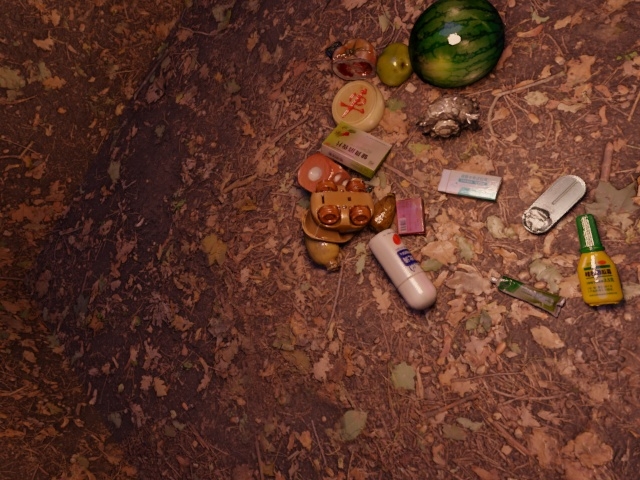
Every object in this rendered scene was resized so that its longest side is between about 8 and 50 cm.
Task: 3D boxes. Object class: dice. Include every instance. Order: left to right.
[{"bbox_3d":[0.018,-0.278,1.854,0.175,0.179,0.173,37,98,33],"label":"dice"}]

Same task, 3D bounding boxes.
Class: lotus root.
[{"bbox_3d":[0.000,-0.001,1.822,0.146,0.131,0.303,-48,54,47],"label":"lotus root"},{"bbox_3d":[0.268,-0.126,1.740,0.108,0.094,0.190,28,88,7],"label":"lotus root"}]

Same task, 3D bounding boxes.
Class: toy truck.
[{"bbox_3d":[0.072,-0.124,1.704,0.289,0.211,0.204,0,54,-8],"label":"toy truck"}]

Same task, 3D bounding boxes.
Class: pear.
[{"bbox_3d":[0.317,-0.781,1.821,0.216,0.166,0.180,43,114,53],"label":"pear"}]

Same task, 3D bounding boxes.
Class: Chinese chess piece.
[{"bbox_3d":[0.171,-0.611,1.887,0.251,0.097,0.250,-6,77,27],"label":"Chinese chess piece"}]

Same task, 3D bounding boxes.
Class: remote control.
[{"bbox_3d":[0.833,-0.126,1.468,0.247,0.052,0.104,-47,62,12],"label":"remote control"}]

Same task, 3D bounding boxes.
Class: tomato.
[{"bbox_3d":[0.164,-0.851,1.900,0.214,0.181,0.155,5,75,24],"label":"tomato"}]

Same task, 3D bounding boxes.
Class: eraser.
[{"bbox_3d":[0.587,-0.217,1.614,0.225,0.052,0.095,15,89,28],"label":"eraser"}]

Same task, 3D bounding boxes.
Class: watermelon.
[{"bbox_3d":[0.528,-0.770,1.598,0.364,0.363,0.362,-6,77,26],"label":"watermelon"}]

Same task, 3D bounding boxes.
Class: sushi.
[{"bbox_3d":[0.082,-0.928,2.026,0.083,0.056,0.084,-36,64,8],"label":"sushi"}]

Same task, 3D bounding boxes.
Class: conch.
[{"bbox_3d":[0.486,-0.479,1.612,0.241,0.313,0.186,-16,110,-12],"label":"conch"}]

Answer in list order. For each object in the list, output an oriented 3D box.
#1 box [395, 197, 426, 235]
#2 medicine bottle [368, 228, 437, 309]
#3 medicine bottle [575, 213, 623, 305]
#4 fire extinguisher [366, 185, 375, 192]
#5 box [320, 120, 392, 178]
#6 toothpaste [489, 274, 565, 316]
[{"bbox_3d":[0.375,-0.097,1.695,0.112,0.060,0.156,-6,80,26],"label":"box"},{"bbox_3d":[0.331,0.121,1.631,0.130,0.130,0.340,-38,65,16],"label":"medicine bottle"},{"bbox_3d":[0.915,0.062,1.374,0.111,0.076,0.308,-10,74,24],"label":"medicine bottle"},{"bbox_3d":[0.204,-0.223,1.830,0.083,0.025,0.038,-26,46,21],"label":"fire extinguisher"},{"bbox_3d":[0.155,-0.399,1.787,0.261,0.062,0.175,30,61,11],"label":"box"},{"bbox_3d":[0.728,0.185,1.464,0.248,0.047,0.078,24,95,27],"label":"toothpaste"}]
